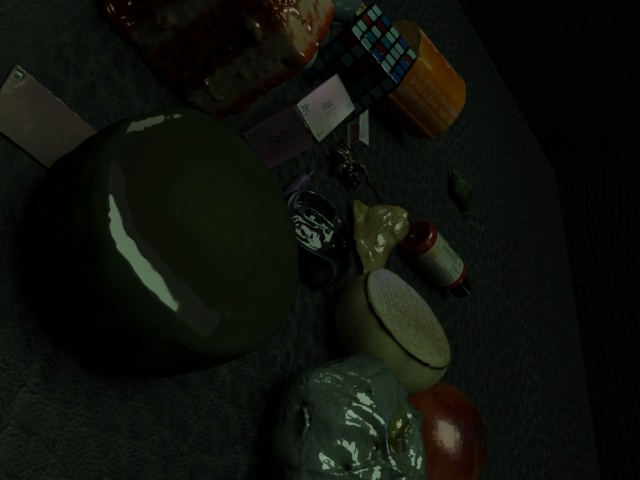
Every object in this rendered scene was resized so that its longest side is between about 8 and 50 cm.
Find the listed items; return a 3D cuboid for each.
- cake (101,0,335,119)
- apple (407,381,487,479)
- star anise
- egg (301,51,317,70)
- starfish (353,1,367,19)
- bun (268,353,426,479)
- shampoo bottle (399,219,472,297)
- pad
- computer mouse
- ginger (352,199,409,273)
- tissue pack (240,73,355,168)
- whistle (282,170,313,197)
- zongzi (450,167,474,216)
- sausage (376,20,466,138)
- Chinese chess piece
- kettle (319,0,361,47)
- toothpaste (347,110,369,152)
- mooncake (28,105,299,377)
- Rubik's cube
[{"bbox_3d":[-0.161,-0.419,1.094,0.319,0.269,0.270,47,37,-30],"label":"cake"},{"bbox_3d":[0.261,0.415,1.350,0.293,0.163,0.251,15,61,-55],"label":"apple"},{"bbox_3d":[0.086,-0.159,1.518,0.190,0.070,0.097,50,34,-32],"label":"star anise"},{"bbox_3d":[-0.066,-0.459,1.406,0.164,0.131,0.131,58,30,-42],"label":"egg"},{"bbox_3d":[0.078,-0.753,1.843,0.432,0.082,0.324,29,45,-40],"label":"starfish"},{"bbox_3d":[0.070,0.362,1.056,0.354,0.194,0.354,34,44,-42],"label":"bun"},{"bbox_3d":[0.328,0.064,1.719,0.278,0.104,0.104,45,39,-35],"label":"shampoo bottle"},{"bbox_3d":[-0.365,-0.143,0.871,0.188,0.006,0.113,44,38,-37],"label":"pad"},{"bbox_3d":[0.000,0.000,1.236,0.233,0.096,0.137,50,39,-45],"label":"computer mouse"},{"bbox_3d":[0.150,0.000,1.482,0.115,0.123,0.193,49,37,-65],"label":"ginger"},{"bbox_3d":[-0.042,-0.247,1.299,0.092,0.148,0.246,59,31,-15],"label":"tissue pack"},{"bbox_3d":[-0.055,-0.101,1.295,0.033,0.033,0.176,59,33,-16],"label":"whistle"},{"bbox_3d":[0.495,-0.164,2.169,0.154,0.062,0.130,51,23,-38],"label":"zongzi"},{"bbox_3d":[0.261,-0.458,1.811,0.287,0.233,0.233,32,46,-46],"label":"sausage"},{"bbox_3d":[0.151,0.187,1.299,0.270,0.112,0.270,37,27,-23],"label":"Chinese chess piece"},{"bbox_3d":[-0.022,-0.591,1.566,0.243,0.160,0.210,-32,128,-52],"label":"kettle"},{"bbox_3d":[0.098,-0.322,1.651,0.040,0.047,0.196,40,42,-44],"label":"toothpaste"},{"bbox_3d":[-0.204,0.004,0.852,0.356,0.194,0.356,29,50,-41],"label":"mooncake"},{"bbox_3d":[0.099,-0.436,1.548,0.182,0.187,0.184,48,41,-13],"label":"Rubik's cube"}]
